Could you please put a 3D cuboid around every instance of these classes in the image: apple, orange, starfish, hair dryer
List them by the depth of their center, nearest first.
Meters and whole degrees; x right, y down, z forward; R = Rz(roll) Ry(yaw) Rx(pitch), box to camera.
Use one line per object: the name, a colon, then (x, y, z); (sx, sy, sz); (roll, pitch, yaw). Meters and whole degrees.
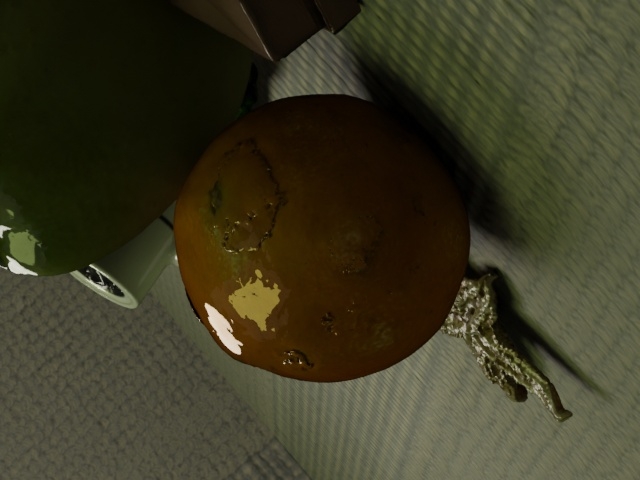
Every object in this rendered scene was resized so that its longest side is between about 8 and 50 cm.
orange: (0.000, 0.000, 1.609); (0.246, 0.246, 0.246); (48, 168, 13)
apple: (-0.252, -0.126, 1.732); (0.311, 0.360, 0.320); (27, 143, -11)
starfish: (0.128, 0.066, 1.794); (0.295, 0.048, 0.231); (49, 168, 15)
hair dryer: (-0.125, 0.033, 2.398); (0.362, 0.203, 0.128); (32, 163, 5)

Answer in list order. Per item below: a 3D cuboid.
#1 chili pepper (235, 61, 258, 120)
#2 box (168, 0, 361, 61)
chili pepper: (-0.100, -0.130, 1.904); (0.359, 0.084, 0.076); (88, -174, -83)
box: (-0.093, -0.262, 1.514); (0.215, 0.086, 0.215); (36, 161, 52)
